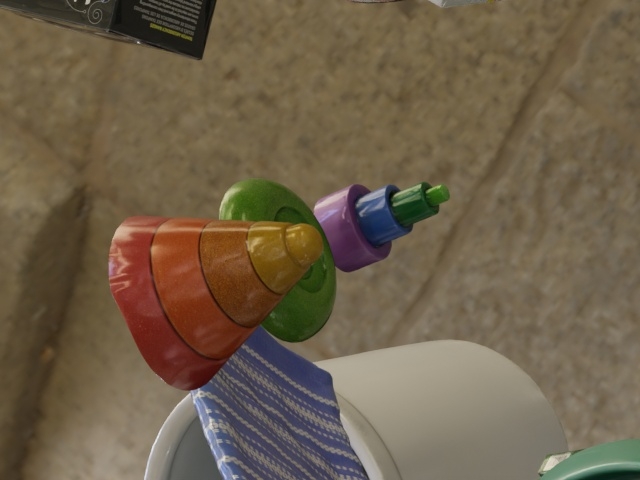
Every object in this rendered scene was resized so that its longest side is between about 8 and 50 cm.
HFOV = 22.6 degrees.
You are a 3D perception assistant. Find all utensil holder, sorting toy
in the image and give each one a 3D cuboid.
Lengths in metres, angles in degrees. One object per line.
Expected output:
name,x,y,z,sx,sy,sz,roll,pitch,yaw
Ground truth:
utensil holder,0.055,0.280,1.740,0.328,0.385,0.327,3,95,37
sorting toy,0.000,0.000,1.133,0.126,0.365,0.127,-23,89,27

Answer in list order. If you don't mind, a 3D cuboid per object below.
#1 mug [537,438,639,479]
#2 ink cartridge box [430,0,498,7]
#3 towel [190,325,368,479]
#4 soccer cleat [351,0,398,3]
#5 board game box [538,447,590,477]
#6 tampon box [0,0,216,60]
mug,0.148,0.163,0.699,0.129,0.097,0.157,-33,85,13
ink cartridge box,0.142,-0.291,1.572,0.127,0.175,0.072,37,125,36
towel,-0.022,0.159,1.257,0.040,0.336,0.243,-40,128,9
soccer cleat,-0.042,-0.211,1.145,0.318,0.116,0.108,11,126,31
board game box,0.297,0.271,1.311,0.136,0.030,0.259,-17,114,41
tampon box,-0.130,-0.211,1.031,0.120,0.101,0.161,17,93,32
